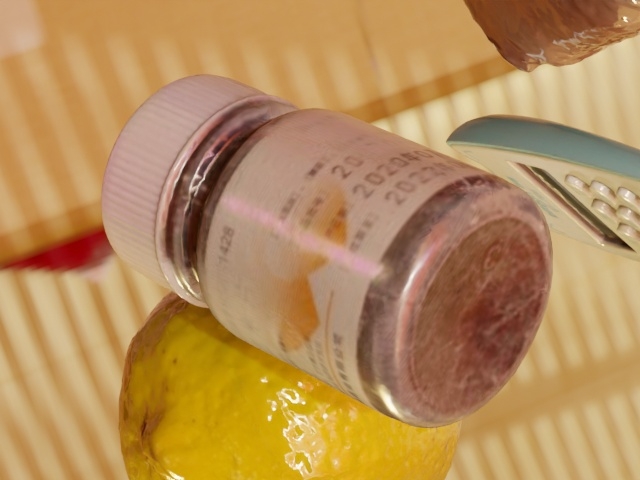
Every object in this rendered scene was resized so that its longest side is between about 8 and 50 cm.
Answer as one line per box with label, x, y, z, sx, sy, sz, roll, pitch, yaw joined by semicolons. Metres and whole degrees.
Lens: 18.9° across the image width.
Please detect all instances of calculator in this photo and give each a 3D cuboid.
calculator;0.310;-0.027;1.812;0.386;0.054;0.256;23;-10;48

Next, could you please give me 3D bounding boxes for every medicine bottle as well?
medicine bottle;0.000;0.000;1.244;0.273;0.165;0.165;24;-44;38

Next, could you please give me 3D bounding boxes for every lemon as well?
lemon;-0.016;0.128;1.459;0.253;0.310;0.253;3;-86;36

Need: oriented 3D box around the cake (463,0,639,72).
cake;0.172;-0.279;1.197;0.309;0.237;0.230;57;-15;0
